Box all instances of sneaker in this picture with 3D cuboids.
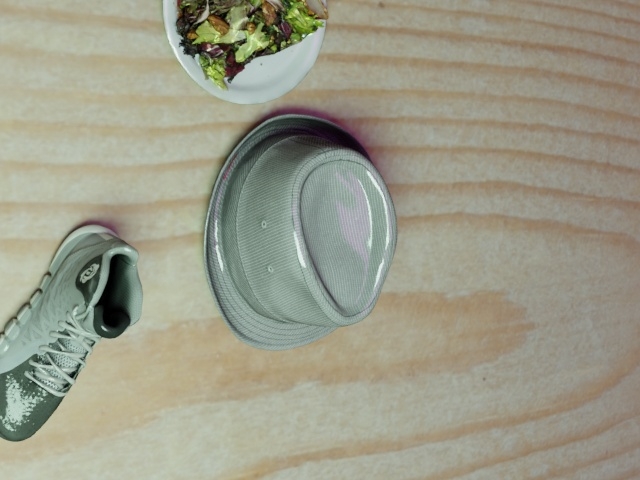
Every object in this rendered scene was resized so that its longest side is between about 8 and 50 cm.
[{"bbox_3d":[-0.239,0.094,0.939,0.086,0.132,0.228,28,82,-34],"label":"sneaker"}]

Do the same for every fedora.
[{"bbox_3d":[0.000,0.000,1.089,0.244,0.124,0.275,-9,103,-32],"label":"fedora"}]

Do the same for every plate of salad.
[{"bbox_3d":[-0.071,-0.243,1.046,0.200,0.048,0.200,-7,103,-33],"label":"plate of salad"}]
